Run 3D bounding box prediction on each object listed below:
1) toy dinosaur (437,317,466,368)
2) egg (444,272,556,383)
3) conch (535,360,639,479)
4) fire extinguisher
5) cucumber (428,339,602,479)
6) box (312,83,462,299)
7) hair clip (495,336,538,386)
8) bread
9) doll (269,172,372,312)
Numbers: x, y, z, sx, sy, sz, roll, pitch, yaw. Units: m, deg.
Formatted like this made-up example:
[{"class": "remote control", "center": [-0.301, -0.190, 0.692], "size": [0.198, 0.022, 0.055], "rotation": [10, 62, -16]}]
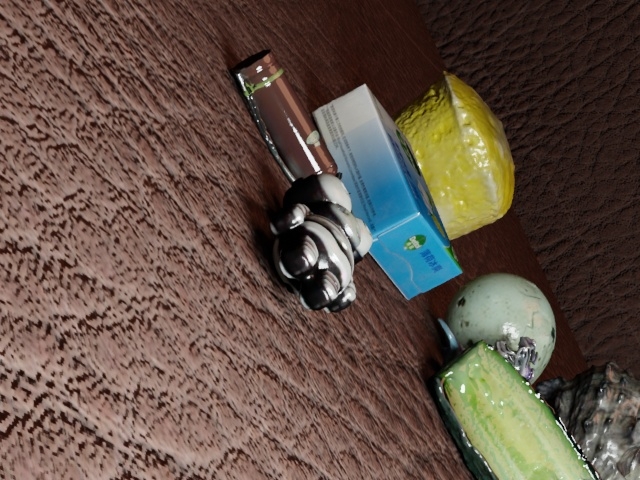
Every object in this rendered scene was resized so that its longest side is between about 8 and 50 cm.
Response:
[{"class": "toy dinosaur", "center": [0.155, 0.151, 1.596], "size": [0.197, 0.045, 0.080], "rotation": [63, 3, -49]}, {"class": "egg", "center": [0.211, 0.112, 1.712], "size": [0.131, 0.131, 0.164], "rotation": [-105, 170, -48]}, {"class": "conch", "center": [0.398, 0.287, 2.070], "size": [0.313, 0.186, 0.241], "rotation": [167, -77, -83]}, {"class": "fire extinguisher", "center": [-0.026, -0.097, 1.357], "size": [0.158, 0.043, 0.064], "rotation": [60, 41, -12]}, {"class": "cucumber", "center": [0.182, 0.202, 1.502], "size": [0.193, 0.115, 0.085], "rotation": [57, -32, -2]}, {"class": "box", "center": [0.073, -0.053, 1.618], "size": [0.139, 0.073, 0.194], "rotation": [47, 18, -52]}, {"class": "hair clip", "center": [0.210, 0.186, 1.605], "size": [0.116, 0.049, 0.172], "rotation": [-86, 173, -65]}, {"class": "bread", "center": [0.151, -0.097, 1.823], "size": [0.197, 0.170, 0.197], "rotation": [56, 14, -22]}, {"class": "doll", "center": [0.000, 0.000, 1.182], "size": [0.091, 0.067, 0.219], "rotation": [56, 10, -10]}]
